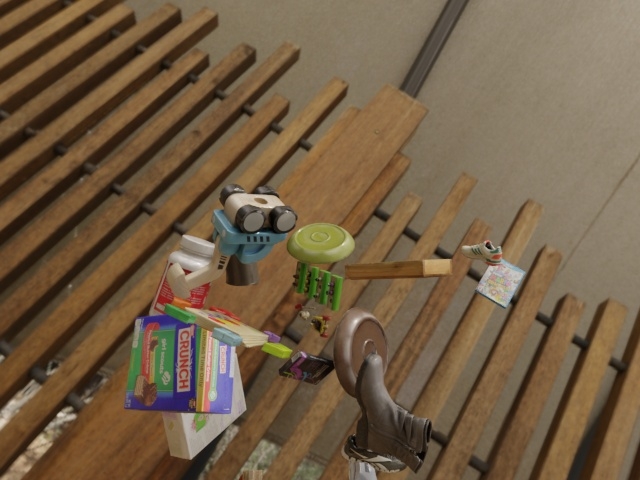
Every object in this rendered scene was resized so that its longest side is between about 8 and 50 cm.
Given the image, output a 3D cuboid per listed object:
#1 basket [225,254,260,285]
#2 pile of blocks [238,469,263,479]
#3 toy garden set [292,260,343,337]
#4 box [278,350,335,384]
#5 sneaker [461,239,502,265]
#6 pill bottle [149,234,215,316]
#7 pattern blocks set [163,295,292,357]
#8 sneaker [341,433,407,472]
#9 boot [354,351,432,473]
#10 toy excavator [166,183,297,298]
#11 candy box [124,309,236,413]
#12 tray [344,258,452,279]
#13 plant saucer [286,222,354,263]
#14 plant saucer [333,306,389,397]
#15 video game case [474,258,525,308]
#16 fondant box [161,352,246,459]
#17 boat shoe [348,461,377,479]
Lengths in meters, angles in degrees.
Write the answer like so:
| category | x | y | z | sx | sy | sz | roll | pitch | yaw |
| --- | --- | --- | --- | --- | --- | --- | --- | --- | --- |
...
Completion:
| category | x | y | z | sx | sy | sz | roll | pitch | yaw |
| --- | --- | --- | --- | --- | --- | --- | --- | --- | --- |
| basket | -0.375 | 0.080 | 2.480 | 0.204 | 0.154 | 0.226 | -165 | -112 | -64 |
| pile of blocks | -0.288 | 1.075 | 2.080 | 0.113 | 0.362 | 0.149 | -7 | -1 | 15 |
| toy garden set | -0.032 | 0.192 | 1.749 | 0.049 | 0.203 | 0.244 | 4 | 8 | -36 |
| box | -0.042 | 0.429 | 1.776 | 0.162 | 0.029 | 0.116 | 23 | -58 | -34 |
| sneaker | 0.545 | 0.029 | 1.783 | 0.161 | 0.057 | 0.075 | 28 | -58 | 53 |
| pill bottle | -0.623 | 0.192 | 2.462 | 0.229 | 0.407 | 0.229 | 20 | 3 | -1 |
| pattern blocks set | -0.193 | 0.186 | 1.121 | 0.285 | 0.026 | 0.325 | 21 | -6 | 25 |
| sneaker | 0.189 | 0.724 | 1.817 | 0.234 | 0.078 | 0.106 | 11 | -58 | 11 |
| boot | 0.224 | 0.499 | 1.558 | 0.223 | 0.118 | 0.338 | 10 | -66 | 32 |
| toy excavator | -0.349 | 0.022 | 2.067 | 0.222 | 0.433 | 0.445 | 45 | -54 | 44 |
| candy box | -0.393 | 0.345 | 1.492 | 0.317 | 0.268 | 0.122 | -10 | -20 | 31 |
| tray | 0.322 | 0.125 | 2.235 | 0.411 | 0.203 | 0.076 | -7 | -95 | 46 |
| plant saucer | 0.000 | 0.000 | 1.857 | 0.241 | 0.241 | 0.037 | 20 | -51 | 30 |
| plant saucer | 0.154 | 0.385 | 1.822 | 0.050 | 0.310 | 0.310 | -8 | -51 | 37 |
| video game case | 0.634 | 0.145 | 1.869 | 0.119 | 0.166 | 0.015 | 31 | -25 | 14 |
| fondant box | -0.409 | 0.574 | 1.883 | 0.096 | 0.330 | 0.238 | -2 | -77 | 27 |
| boat shoe | 0.145 | 0.849 | 1.881 | 0.095 | 0.258 | 0.084 | 27 | -59 | -10 |
